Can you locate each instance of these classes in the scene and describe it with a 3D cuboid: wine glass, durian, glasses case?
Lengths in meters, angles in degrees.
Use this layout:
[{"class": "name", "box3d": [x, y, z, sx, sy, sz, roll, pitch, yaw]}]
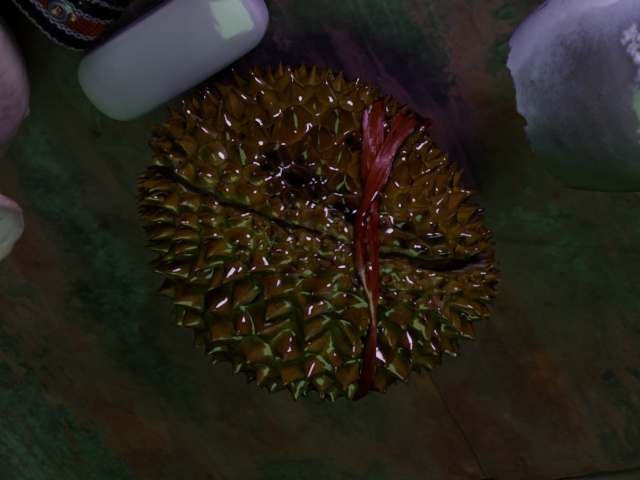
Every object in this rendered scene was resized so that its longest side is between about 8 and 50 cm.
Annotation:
[{"class": "wine glass", "box3d": [0.349, -0.171, 1.755, 0.323, 0.238, 0.238, -15, 132, 29]}, {"class": "durian", "box3d": [0.000, -0.004, 1.952, 0.384, 0.347, 0.348, 30, 143, 22]}, {"class": "glasses case", "box3d": [-0.151, -0.196, 1.938, 0.233, 0.059, 0.092, -30, 111, 34]}]

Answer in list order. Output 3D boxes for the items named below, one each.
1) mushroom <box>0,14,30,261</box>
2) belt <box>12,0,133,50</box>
[{"class": "mushroom", "box3d": [-0.418, -0.134, 1.921, 0.356, 0.315, 0.315, 24, 138, 4]}, {"class": "belt", "box3d": [-0.328, -0.314, 1.805, 0.359, 0.126, 0.094, 30, 132, -19]}]
